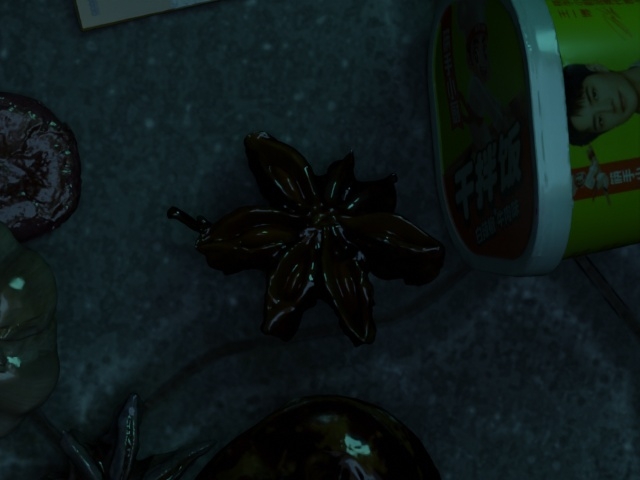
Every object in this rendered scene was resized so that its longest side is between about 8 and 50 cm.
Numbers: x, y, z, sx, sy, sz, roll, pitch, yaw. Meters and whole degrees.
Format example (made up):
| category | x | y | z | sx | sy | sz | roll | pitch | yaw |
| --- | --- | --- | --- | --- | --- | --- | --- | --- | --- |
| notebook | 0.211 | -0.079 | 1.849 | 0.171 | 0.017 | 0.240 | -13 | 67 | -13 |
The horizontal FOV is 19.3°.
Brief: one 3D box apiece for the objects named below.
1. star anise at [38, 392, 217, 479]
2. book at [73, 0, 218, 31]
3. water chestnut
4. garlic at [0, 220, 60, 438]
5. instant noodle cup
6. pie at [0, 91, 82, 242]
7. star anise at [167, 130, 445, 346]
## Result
| category | x | y | z | sx | sy | sz | roll | pitch | yaw |
| --- | --- | --- | --- | --- | --- | --- | --- | --- | --- |
| star anise | -0.182 | 0.240 | 1.730 | 0.180 | 0.061 | 0.205 | -5 | 97 | -16 |
| book | -0.149 | -0.267 | 1.725 | 0.172 | 0.012 | 0.118 | -14 | 95 | -7 |
| water chestnut | 0.002 | 0.278 | 1.660 | 0.289 | 0.244 | 0.289 | -9 | 107 | -30 |
| garlic | -0.332 | 0.074 | 1.648 | 0.227 | 0.152 | 0.228 | 1 | 101 | 7 |
| instant noodle cup | 0.284 | -0.113 | 1.690 | 0.307 | 0.294 | 0.294 | -6 | 95 | -16 |
| pie | -0.290 | -0.065 | 1.704 | 0.153 | 0.038 | 0.154 | -1 | 94 | -11 |
| star anise | 0.000 | 0.000 | 1.716 | 0.190 | 0.126 | 0.220 | -39 | 71 | -4 |
